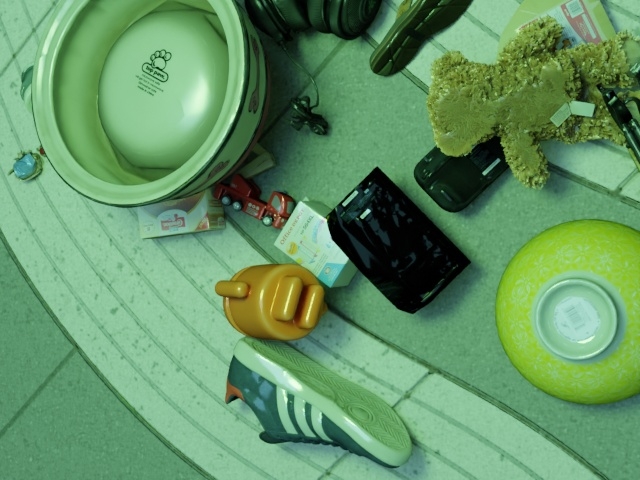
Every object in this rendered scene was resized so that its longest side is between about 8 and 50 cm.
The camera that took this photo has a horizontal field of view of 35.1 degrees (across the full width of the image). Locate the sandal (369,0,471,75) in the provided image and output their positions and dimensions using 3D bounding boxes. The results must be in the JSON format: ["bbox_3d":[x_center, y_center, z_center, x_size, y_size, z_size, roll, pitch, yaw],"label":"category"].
[{"bbox_3d":[0.156,-0.359,1.632,0.219,0.090,0.060,-46,53,23],"label":"sandal"}]

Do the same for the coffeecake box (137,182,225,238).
[{"bbox_3d":[-0.254,-0.102,1.798,0.142,0.068,0.186,-8,88,21],"label":"coffeecake box"}]

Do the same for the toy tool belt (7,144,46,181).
[{"bbox_3d":[-0.557,-0.150,1.929,0.083,0.051,0.052,-41,76,17],"label":"toy tool belt"}]

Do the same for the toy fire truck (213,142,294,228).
[{"bbox_3d":[-0.119,-0.114,1.754,0.192,0.047,0.135,26,99,19],"label":"toy fire truck"}]

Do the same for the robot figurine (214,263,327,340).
[{"bbox_3d":[-0.078,0.102,1.664,0.219,0.158,0.128,-4,106,58],"label":"robot figurine"}]

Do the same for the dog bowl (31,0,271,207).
[{"bbox_3d":[-0.259,-0.248,1.628,0.407,0.150,0.408,-3,84,26],"label":"dog bowl"}]

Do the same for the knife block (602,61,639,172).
[{"bbox_3d":[0.497,-0.112,1.435,0.088,0.275,0.242,-28,55,17],"label":"knife block"}]

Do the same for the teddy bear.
[{"bbox_3d":[0.328,-0.210,1.507,0.338,0.113,0.245,-22,103,9],"label":"teddy bear"}]

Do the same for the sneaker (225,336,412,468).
[{"bbox_3d":[-0.013,0.299,1.683,0.350,0.131,0.148,31,109,25],"label":"sneaker"}]

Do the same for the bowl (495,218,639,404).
[{"bbox_3d":[0.387,0.109,1.492,0.289,0.156,0.290,0,90,22],"label":"bowl"}]

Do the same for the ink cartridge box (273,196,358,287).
[{"bbox_3d":[0.000,0.000,1.683,0.143,0.090,0.092,36,103,17],"label":"ink cartridge box"}]

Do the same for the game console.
[{"bbox_3d":[0.196,-0.072,1.591,0.361,0.044,0.213,-44,89,1],"label":"game console"}]

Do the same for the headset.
[{"bbox_3d":[-0.007,-0.384,1.681,0.243,0.185,0.394,1,76,22],"label":"headset"}]

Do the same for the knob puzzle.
[{"bbox_3d":[0.360,-0.286,1.564,0.213,0.030,0.213,1,92,21],"label":"knob puzzle"}]

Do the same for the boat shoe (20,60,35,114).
[{"bbox_3d":[-0.425,-0.359,1.841,0.319,0.116,0.099,-39,52,11],"label":"boat shoe"}]
